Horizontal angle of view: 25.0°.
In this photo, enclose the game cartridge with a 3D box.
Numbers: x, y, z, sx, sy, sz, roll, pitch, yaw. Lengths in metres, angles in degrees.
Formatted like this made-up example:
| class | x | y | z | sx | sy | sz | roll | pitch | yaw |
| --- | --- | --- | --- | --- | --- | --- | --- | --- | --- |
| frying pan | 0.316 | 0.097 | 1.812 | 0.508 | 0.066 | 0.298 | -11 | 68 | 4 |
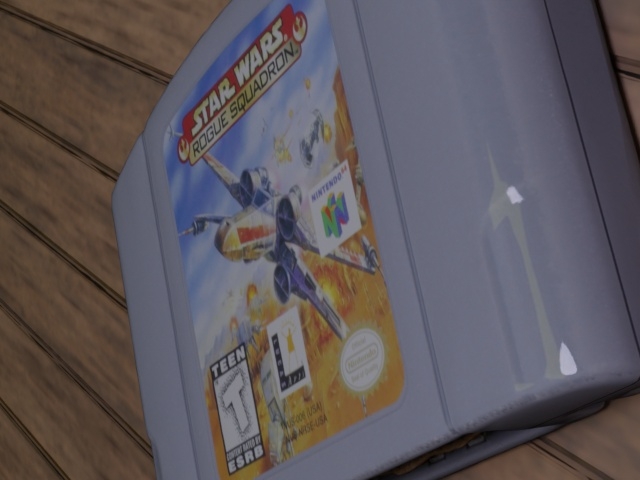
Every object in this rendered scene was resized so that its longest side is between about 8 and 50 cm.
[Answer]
| class | x | y | z | sx | sy | sz | roll | pitch | yaw |
| --- | --- | --- | --- | --- | --- | --- | --- | --- | --- |
| game cartridge | 0.000 | 0.000 | 0.542 | 0.297 | 0.062 | 0.198 | -38 | 62 | 53 |
